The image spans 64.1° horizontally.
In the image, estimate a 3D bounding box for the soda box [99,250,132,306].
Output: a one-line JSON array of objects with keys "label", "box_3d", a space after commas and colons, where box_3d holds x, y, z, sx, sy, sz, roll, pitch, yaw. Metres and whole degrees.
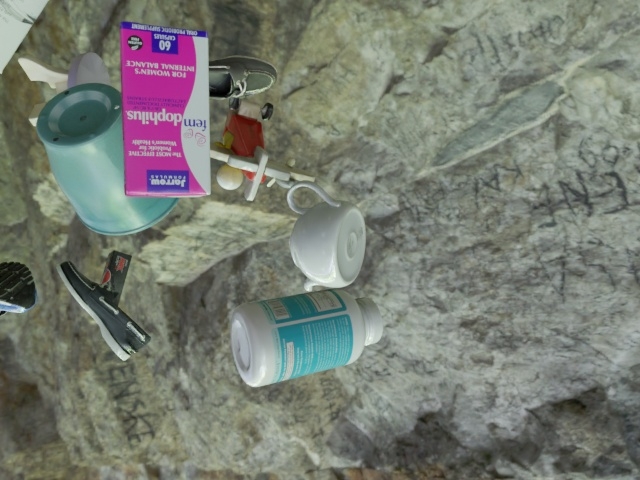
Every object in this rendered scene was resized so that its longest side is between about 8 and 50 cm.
[{"label": "soda box", "box_3d": [-0.608, 0.118, 1.498, 0.053, 0.060, 0.168, -19, -123, 50]}]

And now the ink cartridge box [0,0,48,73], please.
[{"label": "ink cartridge box", "box_3d": [-0.627, -0.505, 0.928, 0.129, 0.223, 0.307, 33, -90, 23]}]

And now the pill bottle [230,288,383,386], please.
[{"label": "pill bottle", "box_3d": [-0.020, 0.169, 0.937, 0.146, 0.264, 0.146, 21, -66, 60]}]

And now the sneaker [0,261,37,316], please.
[{"label": "sneaker", "box_3d": [-0.826, 0.139, 1.310, 0.330, 0.130, 0.147, 8, -57, 32]}]

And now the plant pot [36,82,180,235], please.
[{"label": "plant pot", "box_3d": [-0.471, -0.190, 1.129, 0.255, 0.272, 0.271, 80, -11, -59]}]

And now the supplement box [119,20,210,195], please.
[{"label": "supplement box", "box_3d": [-0.217, -0.170, 0.711, 0.114, 0.111, 0.219, -169, -102, -68]}]

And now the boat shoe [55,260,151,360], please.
[{"label": "boat shoe", "box_3d": [-0.561, 0.166, 1.328, 0.302, 0.091, 0.114, 57, -17, -11]}]

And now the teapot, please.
[{"label": "teapot", "box_3d": [0.000, 0.000, 1.381, 0.187, 0.252, 0.255, 7, -103, 25]}]

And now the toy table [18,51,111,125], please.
[{"label": "toy table", "box_3d": [-0.723, -0.425, 1.470, 0.274, 0.161, 0.252, -93, 174, -52]}]

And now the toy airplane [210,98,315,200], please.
[{"label": "toy airplane", "box_3d": [-0.243, -0.252, 1.609, 0.386, 0.384, 0.272, 40, -54, 6]}]

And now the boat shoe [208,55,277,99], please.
[{"label": "boat shoe", "box_3d": [-0.265, -0.376, 1.222, 0.112, 0.336, 0.095, 116, -32, -55]}]
